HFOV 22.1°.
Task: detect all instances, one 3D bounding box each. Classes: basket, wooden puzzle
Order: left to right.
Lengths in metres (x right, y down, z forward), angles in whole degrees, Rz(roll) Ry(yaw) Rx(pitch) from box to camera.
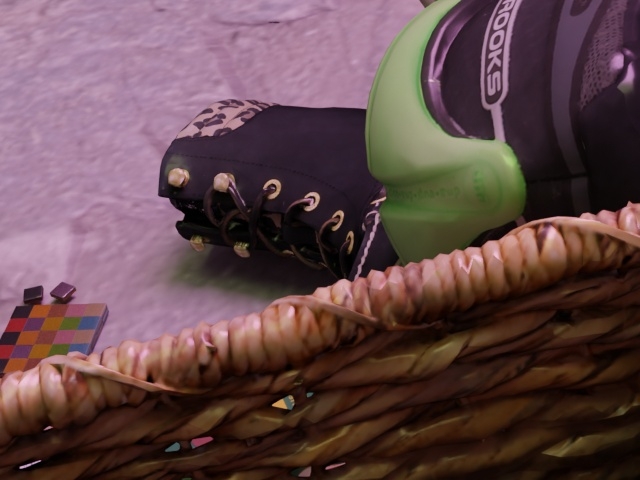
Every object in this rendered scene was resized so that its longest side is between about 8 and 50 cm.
[{"bbox_3d":[-0.133,0.049,0.802,0.049,0.006,0.083,-2,39,15],"label":"wooden puzzle"},{"bbox_3d":[0.024,0.156,0.440,0.299,0.223,0.213,-14,37,-2],"label":"basket"}]

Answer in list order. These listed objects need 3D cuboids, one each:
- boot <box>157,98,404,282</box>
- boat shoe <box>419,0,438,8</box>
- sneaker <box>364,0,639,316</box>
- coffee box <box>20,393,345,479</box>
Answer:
[{"bbox_3d":[0.001,0.001,0.758,0.178,0.085,0.236,3,32,24],"label":"boot"},{"bbox_3d":[0.120,-0.107,0.772,0.084,0.233,0.079,-50,26,19],"label":"boat shoe"},{"bbox_3d":[0.258,-0.078,0.642,0.482,0.185,0.202,-24,12,-20],"label":"sneaker"},{"bbox_3d":[-0.018,0.102,0.612,0.184,0.113,0.040,-19,36,-9],"label":"coffee box"}]
